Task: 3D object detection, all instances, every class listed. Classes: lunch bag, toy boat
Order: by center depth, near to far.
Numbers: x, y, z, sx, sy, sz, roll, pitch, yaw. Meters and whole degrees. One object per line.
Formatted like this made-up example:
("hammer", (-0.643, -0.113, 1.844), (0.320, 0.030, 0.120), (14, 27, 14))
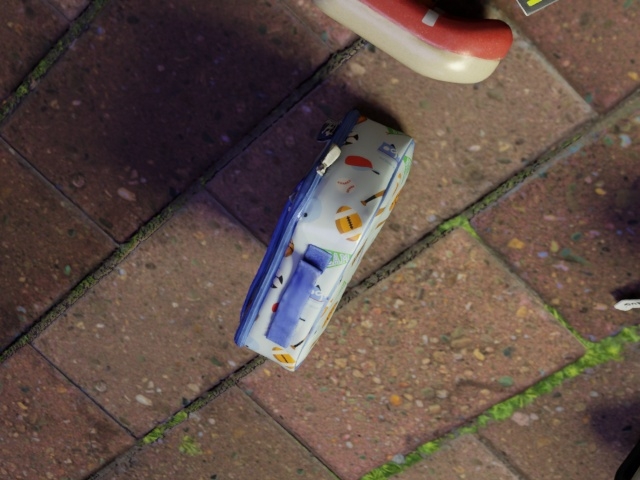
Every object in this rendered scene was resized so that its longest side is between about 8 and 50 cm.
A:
("toy boat", (0.108, -0.271, 1.496), (0.231, 0.151, 0.151), (32, 104, 0))
("lunch bag", (0.000, 0.000, 1.668), (0.115, 0.243, 0.303), (27, 133, 4))

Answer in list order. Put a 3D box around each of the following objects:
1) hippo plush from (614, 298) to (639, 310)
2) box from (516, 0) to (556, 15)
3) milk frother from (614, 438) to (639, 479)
("hippo plush", (0.425, 0.091, 1.536), (0.294, 0.236, 0.234), (-29, 109, 39))
("box", (0.260, -0.373, 1.375), (0.270, 0.060, 0.216), (-25, 113, 38))
("milk frother", (0.459, 0.306, 1.756), (0.143, 0.134, 0.129), (39, 163, -3))
